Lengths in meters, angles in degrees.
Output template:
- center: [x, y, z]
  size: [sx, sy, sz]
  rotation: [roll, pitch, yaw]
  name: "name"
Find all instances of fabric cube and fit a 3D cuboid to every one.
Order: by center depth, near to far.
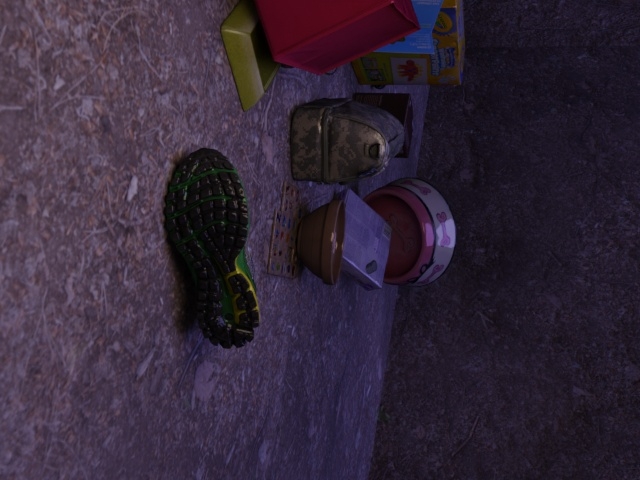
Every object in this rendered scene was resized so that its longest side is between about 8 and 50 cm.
- center: [0.019, -0.508, 1.148]
  size: [0.259, 0.254, 0.258]
  rotation: [-22, 94, -68]
  name: "fabric cube"

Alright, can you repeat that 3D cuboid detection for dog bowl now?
- center: [0.280, -0.021, 2.115]
  size: [0.150, 0.407, 0.408]
  rotation: [-9, 105, -45]
  name: "dog bowl"

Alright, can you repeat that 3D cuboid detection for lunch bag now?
- center: [0.082, -0.266, 1.564]
  size: [0.305, 0.255, 0.213]
  rotation: [-45, 137, -65]
  name: "lunch bag"

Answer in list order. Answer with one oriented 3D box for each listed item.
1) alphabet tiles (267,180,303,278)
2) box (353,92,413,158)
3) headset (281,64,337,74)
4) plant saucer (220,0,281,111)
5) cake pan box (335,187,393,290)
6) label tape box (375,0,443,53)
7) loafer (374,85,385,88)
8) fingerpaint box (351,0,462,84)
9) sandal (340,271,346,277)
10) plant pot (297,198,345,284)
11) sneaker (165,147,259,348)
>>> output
- center: [-0.086, -0.026, 1.504]
  size: [0.198, 0.009, 0.237]
  rotation: [24, 71, -72]
  name: "alphabet tiles"
- center: [0.215, -0.407, 2.067]
  size: [0.168, 0.203, 0.167]
  rotation: [64, 35, -59]
  name: "box"
- center: [-0.005, -0.549, 1.459]
  size: [0.243, 0.185, 0.394]
  rotation: [90, 2, -50]
  name: "headset"
- center: [-0.128, -0.392, 1.192]
  size: [0.188, 0.045, 0.188]
  rotation: [77, 24, -45]
  name: "plant saucer"
- center: [0.127, -0.006, 1.925]
  size: [0.245, 0.070, 0.267]
  rotation: [38, 51, -33]
  name: "cake pan box"
- center: [0.197, -0.689, 1.562]
  size: [0.115, 0.249, 0.348]
  rotation: [144, -56, -75]
  name: "label tape box"
- center: [0.241, -0.708, 2.288]
  size: [0.078, 0.076, 0.223]
  rotation: [-66, 160, -67]
  name: "loafer"
- center: [0.272, -0.682, 1.888]
  size: [0.445, 0.370, 0.163]
  rotation: [43, 54, -69]
  name: "fingerpaint box"
- center: [0.101, 0.021, 2.025]
  size: [0.102, 0.076, 0.265]
  rotation: [101, 14, -50]
  name: "sandal"
- center: [0.000, 0.000, 1.598]
  size: [0.237, 0.109, 0.238]
  rotation: [6, 90, -82]
  name: "plant pot"
- center: [-0.186, 0.009, 1.025]
  size: [0.146, 0.134, 0.344]
  rotation: [-116, -159, -72]
  name: "sneaker"
